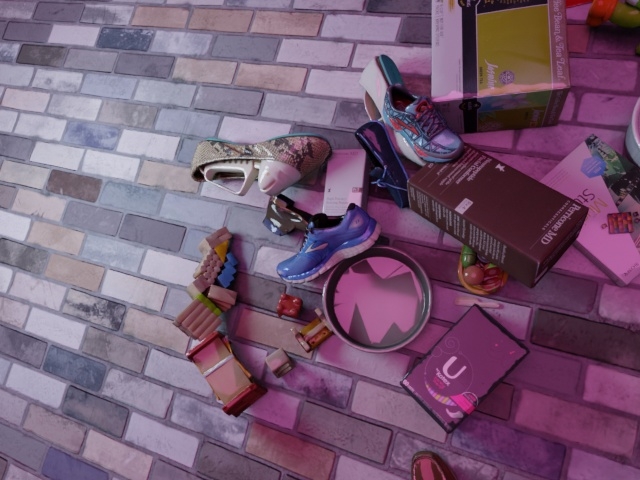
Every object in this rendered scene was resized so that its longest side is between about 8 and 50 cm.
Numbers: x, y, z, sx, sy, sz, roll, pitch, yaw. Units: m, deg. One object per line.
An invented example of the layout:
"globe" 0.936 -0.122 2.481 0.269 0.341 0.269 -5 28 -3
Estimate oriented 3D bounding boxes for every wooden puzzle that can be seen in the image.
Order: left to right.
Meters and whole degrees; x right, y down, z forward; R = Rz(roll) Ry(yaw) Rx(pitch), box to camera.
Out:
"wooden puzzle" 0.716 -0.042 1.158 0.083 0.006 0.049 -3 77 17

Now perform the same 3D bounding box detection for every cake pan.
"cake pan" 0.153 0.158 1.310 0.293 0.054 0.293 -3 71 10

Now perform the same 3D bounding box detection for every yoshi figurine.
"yoshi figurine" 0.885 -0.586 1.214 0.362 0.203 0.203 24 61 25

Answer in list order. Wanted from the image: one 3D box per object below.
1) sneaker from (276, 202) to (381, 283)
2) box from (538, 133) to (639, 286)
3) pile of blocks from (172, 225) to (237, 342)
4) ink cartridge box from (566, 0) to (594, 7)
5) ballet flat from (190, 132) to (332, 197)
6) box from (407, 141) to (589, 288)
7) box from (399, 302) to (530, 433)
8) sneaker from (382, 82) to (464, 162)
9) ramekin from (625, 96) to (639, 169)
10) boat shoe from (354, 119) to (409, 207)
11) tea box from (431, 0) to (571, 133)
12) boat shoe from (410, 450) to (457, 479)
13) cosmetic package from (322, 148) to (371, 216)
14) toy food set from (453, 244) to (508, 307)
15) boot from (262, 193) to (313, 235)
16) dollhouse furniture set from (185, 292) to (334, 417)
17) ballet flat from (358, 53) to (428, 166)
"sneaker" 0.000 0.000 1.331 0.330 0.129 0.147 -32 105 25
"box" 0.708 -0.078 1.201 0.232 0.058 0.322 -43 70 5
"pile of blocks" -0.335 0.138 1.472 0.149 0.113 0.362 24 60 -21
"ink cartridge box" 0.632 -0.790 1.349 0.310 0.130 0.271 -8 77 16
"ballet flat" -0.195 -0.213 1.451 0.483 0.164 0.181 5 67 29
"box" 0.419 -0.078 1.200 0.191 0.143 0.381 -44 60 -13
"box" 0.348 0.308 1.185 0.165 0.143 0.270 43 93 20
"sneaker" 0.249 -0.297 1.217 0.104 0.125 0.262 -44 68 -8
"ramekin" 0.875 -0.253 1.144 0.277 0.135 0.277 -4 77 17
"boat shoe" 0.169 -0.201 1.356 0.089 0.109 0.258 -27 90 -14
"tea box" 0.465 -0.483 1.285 0.324 0.220 0.328 0 78 19
"boat shoe" 0.288 0.667 1.137 0.123 0.116 0.324 -20 72 13
"cosmetic package" 0.077 -0.145 1.409 0.118 0.085 0.231 1 79 18
"toy food set" 0.421 0.068 1.254 0.128 0.071 0.217 10 81 20
"boot" -0.077 -0.042 1.454 0.219 0.082 0.106 40 112 20
"dollhouse furniture set" -0.160 0.301 1.374 0.374 0.152 0.201 -36 68 -11
"ballet flat" 0.213 -0.351 1.402 0.139 0.139 0.400 -24 68 12
